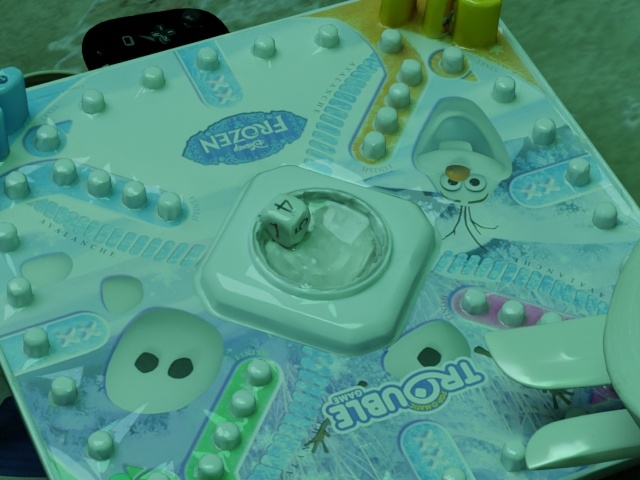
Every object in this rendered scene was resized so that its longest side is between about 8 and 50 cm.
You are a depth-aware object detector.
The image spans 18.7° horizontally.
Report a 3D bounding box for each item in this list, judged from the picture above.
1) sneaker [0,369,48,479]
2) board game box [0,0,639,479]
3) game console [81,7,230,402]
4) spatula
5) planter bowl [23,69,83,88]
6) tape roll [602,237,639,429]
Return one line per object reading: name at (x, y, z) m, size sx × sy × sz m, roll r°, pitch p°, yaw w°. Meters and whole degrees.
sneaker at (-0.155, 0.084, 1.201) m, size 0.315 × 0.182 × 0.127 m, roll -31°, pitch 35°, yaw -8°
board game box at (0.000, 0.000, 1.120) m, size 0.390 × 0.050 × 0.390 m, roll -17°, pitch 52°, yaw -18°
game console at (-0.069, -0.022, 1.224) m, size 0.213 × 0.044 × 0.361 m, roll -5°, pitch 48°, yaw -27°
spatula at (0.219, 0.098, 1.005) m, size 0.242 × 0.019 × 0.168 m, roll -7°, pitch 46°, yaw -6°
planter bowl at (-0.204, -0.040, 1.448) m, size 0.162 × 0.162 × 0.109 m, roll -37°, pitch 9°, yaw -16°
tape roll at (0.315, -0.011, 0.890) m, size 0.392 × 0.072 × 0.392 m, roll -31°, pitch 19°, yaw 12°
